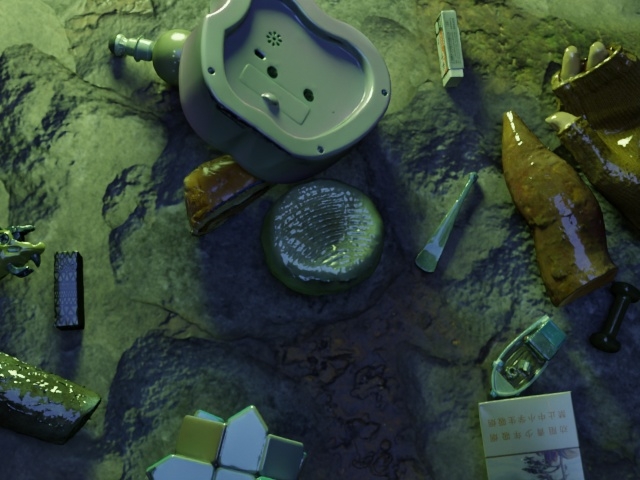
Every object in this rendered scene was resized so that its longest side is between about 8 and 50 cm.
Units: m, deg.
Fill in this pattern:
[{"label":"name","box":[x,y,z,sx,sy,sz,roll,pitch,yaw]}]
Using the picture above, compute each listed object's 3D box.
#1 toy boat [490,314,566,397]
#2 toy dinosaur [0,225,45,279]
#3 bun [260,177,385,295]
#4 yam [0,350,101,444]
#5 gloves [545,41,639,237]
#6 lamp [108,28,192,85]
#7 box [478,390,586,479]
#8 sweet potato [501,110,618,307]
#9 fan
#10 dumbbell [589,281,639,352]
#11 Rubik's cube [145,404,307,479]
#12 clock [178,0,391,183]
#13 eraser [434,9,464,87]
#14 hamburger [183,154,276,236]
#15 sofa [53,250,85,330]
[{"label":"toy boat","box":[0.330,0.191,1.725,0.173,0.059,0.069,-42,86,-14]},{"label":"toy dinosaur","box":[-0.555,0.029,1.622,0.259,0.094,0.153,-31,80,-5]},{"label":"bun","box":[0.000,0.000,1.689,0.195,0.118,0.195,4,72,-12]},{"label":"yam","box":[-0.425,0.238,1.587,0.183,0.107,0.107,21,76,-5]},{"label":"gloves","box":[0.498,-0.167,1.778,0.203,0.155,0.356,-33,100,-6]},{"label":"lamp","box":[-0.268,-0.304,1.742,0.163,0.091,0.091,13,76,12]},{"label":"box","box":[0.334,0.359,1.662,0.149,0.067,0.233,-9,77,14]},{"label":"sweet potato","box":[0.383,-0.067,1.758,0.131,0.131,0.336,-17,82,-11]},{"label":"fan","box":[0.214,-0.031,1.780,0.038,0.016,0.193,32,76,-3]},{"label":"dumbbell","box":[0.486,0.127,1.769,0.052,0.046,0.118,29,75,-6]},{"label":"Rubik's cube","box":[-0.143,0.365,1.539,0.224,0.213,0.265,22,78,-4]},{"label":"clock","box":[-0.054,-0.262,1.695,0.339,0.102,0.338,10,67,-24]},{"label":"eraser","box":[0.219,-0.326,1.824,0.029,0.052,0.122,-5,78,-9]},{"label":"hamburger","box":[-0.157,-0.091,1.701,0.176,0.087,0.102,-36,86,-11]},{"label":"sofa","box":[-0.385,0.077,1.645,0.039,0.060,0.118,-3,79,-2]}]
